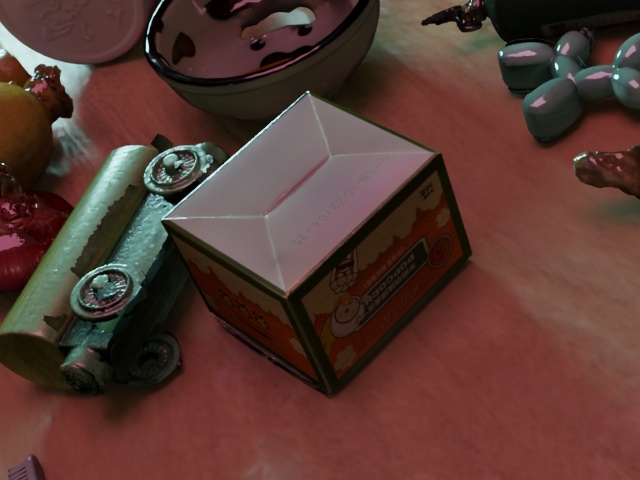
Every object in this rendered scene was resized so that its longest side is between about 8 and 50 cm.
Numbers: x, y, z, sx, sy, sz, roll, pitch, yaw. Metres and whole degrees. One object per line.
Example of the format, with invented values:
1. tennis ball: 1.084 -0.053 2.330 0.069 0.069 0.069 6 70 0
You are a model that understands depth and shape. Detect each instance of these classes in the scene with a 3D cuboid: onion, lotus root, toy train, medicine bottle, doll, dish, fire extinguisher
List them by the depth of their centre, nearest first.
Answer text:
1. toy train: -0.196 0.012 1.271 0.189 0.126 0.307 10 52 20
2. doll: 0.266 -0.161 1.294 0.159 0.059 0.159 -25 39 0
3. onion: -0.326 -0.024 1.376 0.150 0.140 0.150 -8 35 5
4. fire extinguisher: 0.256 -0.259 1.383 0.294 0.093 0.118 -8 18 20
5. lotus root: -0.400 -0.086 1.466 0.303 0.131 0.146 -36 5 -28
6. dish: -0.051 -0.224 1.469 0.303 0.120 0.303 -14 42 13
7. medicine bottle: -0.288 -0.404 1.709 0.212 0.212 0.325 -9 43 18

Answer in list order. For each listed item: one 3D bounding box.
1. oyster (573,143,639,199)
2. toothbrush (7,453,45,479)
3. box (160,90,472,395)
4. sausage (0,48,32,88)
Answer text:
1. oyster: 0.408 -0.026 1.069 0.204 0.111 0.396 -23 37 -26
2. toothbrush: -0.211 0.299 1.065 0.029 0.024 0.354 -32 41 0
3. box: 0.000 0.000 1.185 0.195 0.148 0.177 -43 48 -21
4. sausage: -0.455 -0.122 1.575 0.109 0.109 0.270 17 55 38
